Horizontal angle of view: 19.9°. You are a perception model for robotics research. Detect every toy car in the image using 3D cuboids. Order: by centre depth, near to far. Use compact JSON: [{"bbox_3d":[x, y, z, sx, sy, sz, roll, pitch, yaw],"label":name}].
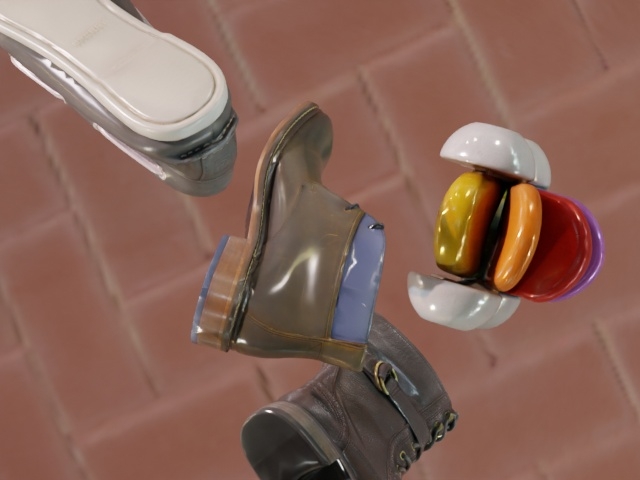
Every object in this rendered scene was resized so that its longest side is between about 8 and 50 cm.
[{"bbox_3d":[0.155,-0.002,1.436,0.136,0.182,0.159,15,91,16],"label":"toy car"}]

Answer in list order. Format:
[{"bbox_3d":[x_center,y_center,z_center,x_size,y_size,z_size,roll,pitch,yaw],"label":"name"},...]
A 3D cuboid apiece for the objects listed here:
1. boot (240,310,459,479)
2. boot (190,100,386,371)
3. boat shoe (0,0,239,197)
[{"bbox_3d":[0.062,0.190,1.542,0.091,0.229,0.263,-30,92,35],"label":"boot"},{"bbox_3d":[0.000,0.000,1.157,0.106,0.219,0.082,17,137,6],"label":"boot"},{"bbox_3d":[-0.179,-0.146,1.402,0.112,0.095,0.335,-34,53,-18],"label":"boat shoe"}]
